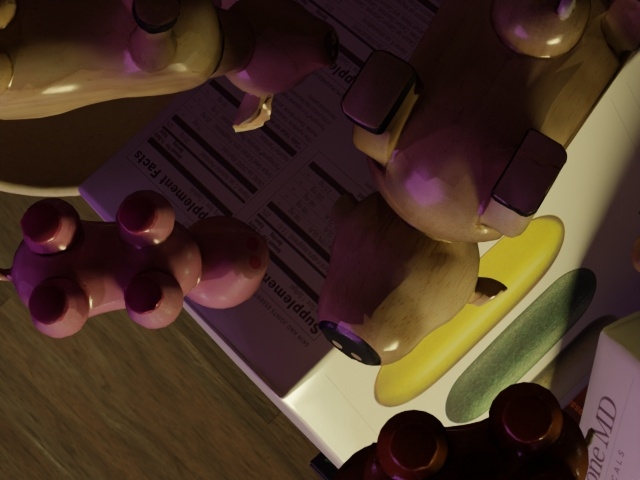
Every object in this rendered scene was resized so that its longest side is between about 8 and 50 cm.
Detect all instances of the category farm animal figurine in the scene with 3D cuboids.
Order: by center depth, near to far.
[{"bbox_3d":[0.030,-0.042,0.799,0.330,0.327,0.172,49,180,7],"label":"farm animal figurine"}]

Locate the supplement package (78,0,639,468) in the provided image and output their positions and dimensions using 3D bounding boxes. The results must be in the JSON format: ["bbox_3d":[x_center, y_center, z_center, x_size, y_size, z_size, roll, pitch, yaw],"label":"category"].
[{"bbox_3d":[0.056,-0.018,1.026,0.198,0.262,0.199,42,174,38],"label":"supplement package"}]

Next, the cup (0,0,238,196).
[{"bbox_3d":[-0.224,-0.239,1.577,0.331,0.331,0.237,50,-160,-28],"label":"cup"}]

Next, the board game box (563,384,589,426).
[{"bbox_3d":[0.125,-0.002,1.237,0.281,0.145,0.027,44,174,27],"label":"board game box"}]

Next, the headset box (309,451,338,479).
[{"bbox_3d":[0.163,0.243,1.985,0.246,0.283,0.131,42,173,46],"label":"headset box"}]

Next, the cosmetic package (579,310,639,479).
[{"bbox_3d":[0.244,0.130,0.979,0.183,0.151,0.151,41,137,39],"label":"cosmetic package"}]

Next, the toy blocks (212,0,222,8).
[{"bbox_3d":[-0.129,-0.188,1.233,0.288,0.260,0.309,39,171,49],"label":"toy blocks"}]
